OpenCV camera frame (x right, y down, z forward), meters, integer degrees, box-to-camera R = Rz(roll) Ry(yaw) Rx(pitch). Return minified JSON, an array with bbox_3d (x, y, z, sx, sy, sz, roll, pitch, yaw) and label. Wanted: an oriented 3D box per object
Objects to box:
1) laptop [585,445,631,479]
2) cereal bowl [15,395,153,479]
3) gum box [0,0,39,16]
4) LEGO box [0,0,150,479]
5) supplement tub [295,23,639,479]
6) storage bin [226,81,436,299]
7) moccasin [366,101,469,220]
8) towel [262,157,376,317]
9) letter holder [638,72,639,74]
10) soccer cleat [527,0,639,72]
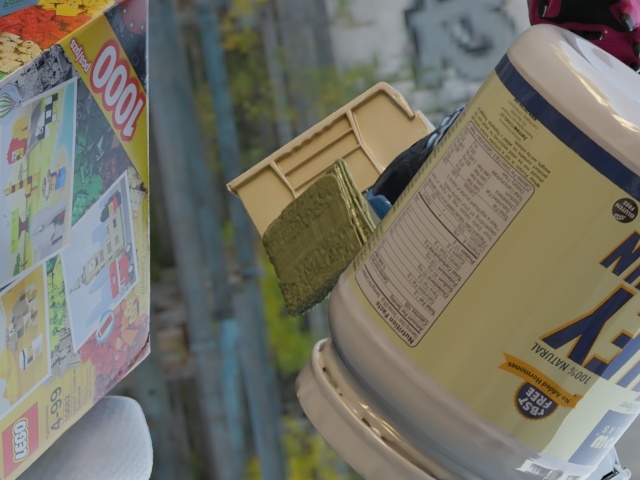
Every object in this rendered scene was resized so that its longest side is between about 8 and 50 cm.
[{"bbox_3d":[0.148,0.210,1.876,0.236,0.408,0.382,37,8,14],"label":"laptop"},{"bbox_3d":[-0.356,0.325,2.452,0.339,0.339,0.141,93,-27,-71],"label":"cereal bowl"},{"bbox_3d":[-0.216,-0.242,1.290,0.157,0.041,0.184,68,-18,1],"label":"gum box"},{"bbox_3d":[-0.362,-0.015,2.172,0.372,0.193,0.500,-45,145,-49],"label":"LEGO box"},{"bbox_3d":[0.153,0.034,1.439,0.325,0.235,0.235,-54,-161,15],"label":"supplement tub"},{"bbox_3d":[0.063,-0.051,2.571,0.262,0.260,0.123,41,18,-57],"label":"storage bin"},{"bbox_3d":[0.179,-0.084,2.121,0.138,0.117,0.342,45,32,3],"label":"moccasin"},{"bbox_3d":[0.000,0.000,1.961,0.148,0.027,0.110,-44,-125,38],"label":"towel"},{"bbox_3d":[0.409,-0.101,2.398,0.152,0.214,0.302,-46,155,-56],"label":"letter holder"},{"bbox_3d":[0.213,-0.261,1.619,0.331,0.116,0.143,51,51,-52],"label":"soccer cleat"}]
